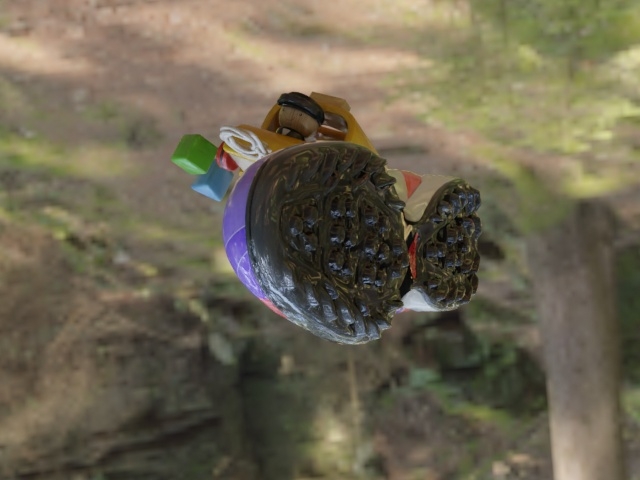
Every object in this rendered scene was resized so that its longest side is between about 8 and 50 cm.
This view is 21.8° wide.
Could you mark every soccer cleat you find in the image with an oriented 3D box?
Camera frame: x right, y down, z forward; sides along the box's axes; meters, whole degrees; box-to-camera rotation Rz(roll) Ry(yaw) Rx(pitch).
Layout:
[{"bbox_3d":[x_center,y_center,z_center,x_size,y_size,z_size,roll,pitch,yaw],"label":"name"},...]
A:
[{"bbox_3d":[0.000,0.000,0.958,0.116,0.109,0.318,3,-179,21],"label":"soccer cleat"}]

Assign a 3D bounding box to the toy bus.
[{"bbox_3d":[-0.009,-0.074,1.425,0.191,0.104,0.202,30,163,-16],"label":"toy bus"}]
